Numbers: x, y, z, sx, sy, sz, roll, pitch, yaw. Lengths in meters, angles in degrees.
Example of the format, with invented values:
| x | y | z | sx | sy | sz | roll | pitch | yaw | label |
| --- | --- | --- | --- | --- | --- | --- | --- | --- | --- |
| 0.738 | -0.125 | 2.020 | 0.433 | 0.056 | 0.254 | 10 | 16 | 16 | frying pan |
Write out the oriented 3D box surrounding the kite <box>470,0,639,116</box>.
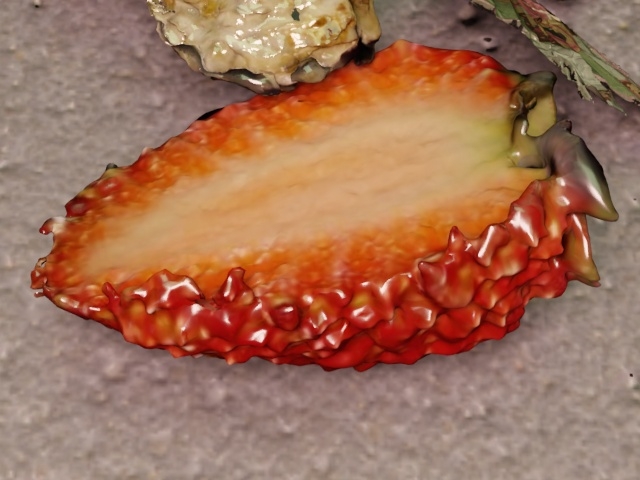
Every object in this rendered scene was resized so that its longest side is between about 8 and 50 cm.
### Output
| x | y | z | sx | sy | sz | roll | pitch | yaw | label |
| --- | --- | --- | --- | --- | --- | --- | --- | --- | --- |
| 0.134 | -0.134 | 0.953 | 0.323 | 0.013 | 0.268 | 28 | 19 | -21 | kite |

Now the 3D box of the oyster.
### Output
| x | y | z | sx | sy | sz | roll | pitch | yaw | label |
| --- | --- | --- | --- | --- | --- | --- | --- | --- | --- |
| -0.053 | -0.168 | 0.883 | 0.191 | 0.081 | 0.163 | 9 | 71 | 0 | oyster |

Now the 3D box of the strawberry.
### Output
| x | y | z | sx | sy | sz | roll | pitch | yaw | label |
| --- | --- | --- | --- | --- | --- | --- | --- | --- | --- |
| 0.000 | 0.000 | 0.876 | 0.306 | 0.138 | 0.233 | -15 | 35 | 0 | strawberry |
